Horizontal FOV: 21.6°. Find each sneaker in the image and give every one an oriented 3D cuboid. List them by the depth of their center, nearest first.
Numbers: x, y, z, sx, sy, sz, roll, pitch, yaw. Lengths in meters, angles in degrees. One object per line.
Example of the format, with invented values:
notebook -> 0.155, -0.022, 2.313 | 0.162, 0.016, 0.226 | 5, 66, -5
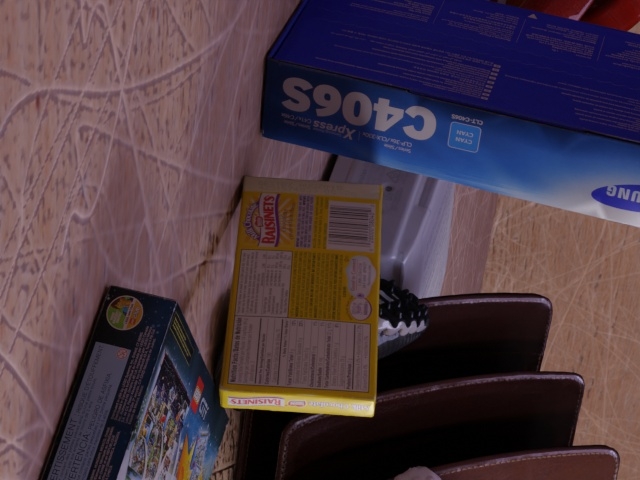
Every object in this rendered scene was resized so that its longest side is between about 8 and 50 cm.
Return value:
sneaker -> -0.005, 0.085, 1.350 | 0.234, 0.078, 0.106 | -7, 133, -51

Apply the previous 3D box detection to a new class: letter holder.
letter holder -> 0.097, 0.175, 1.447 | 0.152, 0.301, 0.214 | 45, -46, 52

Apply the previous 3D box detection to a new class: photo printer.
photo printer -> 0.063, 0.019, 1.675 | 0.308, 0.107, 0.256 | 91, 16, -51

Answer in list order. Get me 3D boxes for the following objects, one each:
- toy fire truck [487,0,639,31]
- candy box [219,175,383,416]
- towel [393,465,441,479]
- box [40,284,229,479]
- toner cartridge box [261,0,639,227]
toy fire truck -> 0.141, -0.212, 1.530 | 0.254, 0.169, 0.302 | -51, -154, -14
candy box -> -0.010, 0.035, 1.182 | 0.027, 0.105, 0.206 | 90, 3, -46
towel -> 0.009, 0.385, 1.290 | 0.332, 0.053, 0.317 | -30, 113, -36
box -> -0.114, 0.145, 1.048 | 0.233, 0.044, 0.159 | 79, 26, -66
toner cartridge box -> 0.144, -0.109, 1.282 | 0.165, 0.347, 0.075 | -63, 164, -51
